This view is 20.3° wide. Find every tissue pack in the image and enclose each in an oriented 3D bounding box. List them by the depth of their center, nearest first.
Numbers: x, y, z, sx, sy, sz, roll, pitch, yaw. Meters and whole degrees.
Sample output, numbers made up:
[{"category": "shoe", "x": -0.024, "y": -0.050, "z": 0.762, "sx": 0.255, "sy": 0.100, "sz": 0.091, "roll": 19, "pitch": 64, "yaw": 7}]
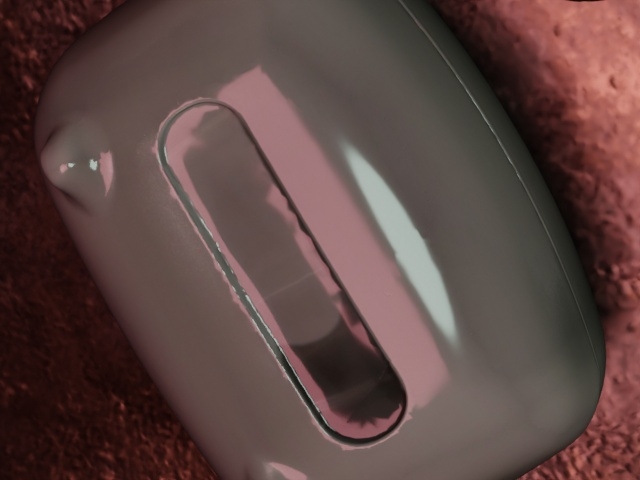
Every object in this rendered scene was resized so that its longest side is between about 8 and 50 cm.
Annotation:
[{"category": "tissue pack", "x": 0.000, "y": 0.000, "z": 0.974, "sx": 0.229, "sy": 0.236, "sz": 0.333, "roll": -30, "pitch": 93, "yaw": 20}]
